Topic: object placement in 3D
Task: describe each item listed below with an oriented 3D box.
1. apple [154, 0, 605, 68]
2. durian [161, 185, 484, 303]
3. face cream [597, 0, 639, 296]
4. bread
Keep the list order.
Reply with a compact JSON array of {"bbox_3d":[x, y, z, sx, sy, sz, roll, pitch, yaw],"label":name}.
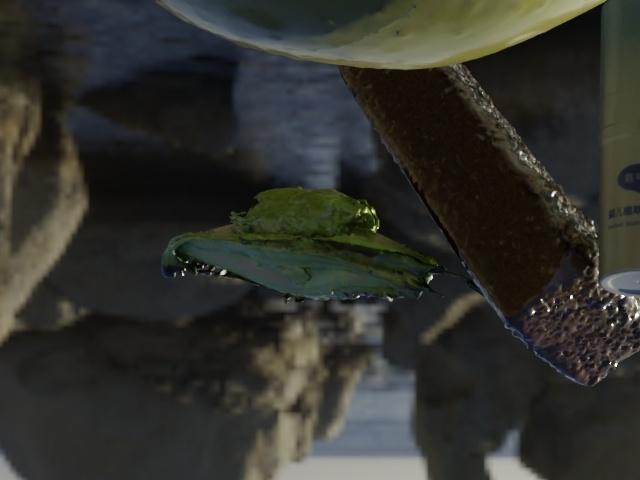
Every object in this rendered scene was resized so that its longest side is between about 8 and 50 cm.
[{"bbox_3d":[0.028,-0.325,1.077,0.473,0.474,0.473,0,173,0],"label":"apple"},{"bbox_3d":[-0.001,0.007,1.716,0.375,0.107,0.132,2,138,35],"label":"durian"},{"bbox_3d":[0.271,-0.082,1.473,0.077,0.250,0.077,3,160,1],"label":"face cream"},{"bbox_3d":[0.155,-0.055,1.654,0.113,0.417,0.165,-39,137,8],"label":"bread"}]
